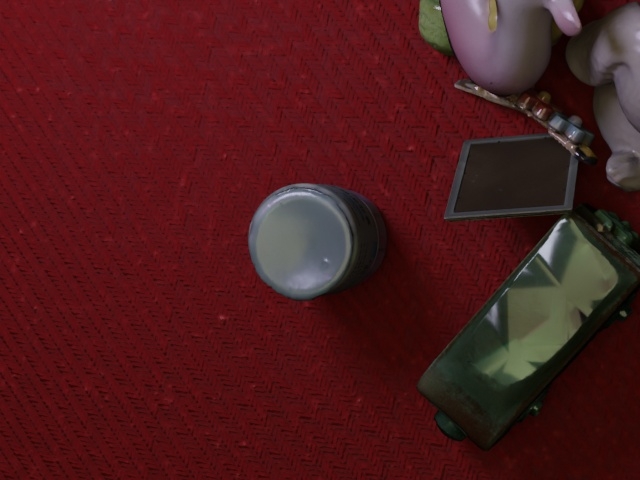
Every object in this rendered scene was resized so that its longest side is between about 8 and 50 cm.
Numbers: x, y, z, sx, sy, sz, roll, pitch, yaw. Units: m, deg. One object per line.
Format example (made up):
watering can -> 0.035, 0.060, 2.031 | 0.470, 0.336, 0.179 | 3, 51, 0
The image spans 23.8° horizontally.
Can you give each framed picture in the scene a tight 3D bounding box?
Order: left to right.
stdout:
framed picture -> 0.221, -0.073, 1.717 | 0.142, 0.183, 0.011 | -4, 121, 16

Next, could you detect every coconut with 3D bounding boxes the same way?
coconut -> 0.157, -0.265, 1.770 | 0.088, 0.088, 0.096 | 21, 123, 15

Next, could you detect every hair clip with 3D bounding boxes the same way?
hair clip -> 0.243, -0.158, 1.745 | 0.214, 0.062, 0.056 | 35, 112, 33

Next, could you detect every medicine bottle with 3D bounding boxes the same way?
medicine bottle -> 0.000, 0.000, 1.775 | 0.135, 0.168, 0.135 | 0, 90, 16

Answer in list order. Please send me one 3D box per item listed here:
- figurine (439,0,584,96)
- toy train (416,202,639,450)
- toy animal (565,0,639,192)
figurine -> 0.221, -0.319, 1.579 | 0.206, 0.316, 0.284 | 22, 85, -5
toy train -> 0.240, 0.105, 1.714 | 0.129, 0.159, 0.326 | 44, 103, 14
toy animal -> 0.385, -0.159, 1.594 | 0.206, 0.265, 0.271 | -41, 81, -6
